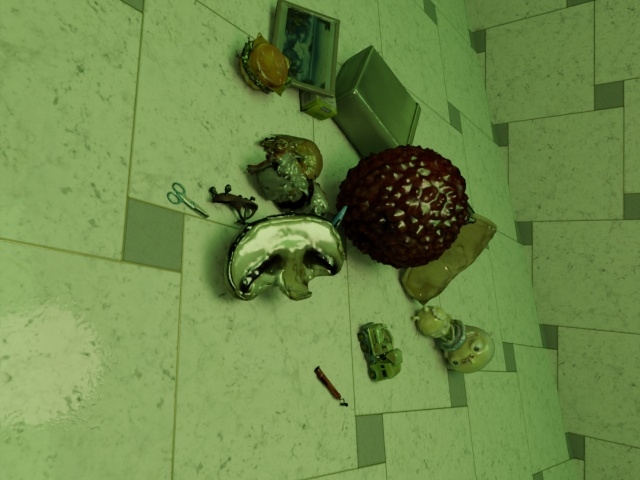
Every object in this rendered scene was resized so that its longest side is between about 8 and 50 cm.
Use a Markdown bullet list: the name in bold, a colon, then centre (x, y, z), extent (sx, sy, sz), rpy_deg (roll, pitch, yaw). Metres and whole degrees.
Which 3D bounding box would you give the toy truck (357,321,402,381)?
- **toy truck**: centre (0.205, 0.360, 1.641), extent (0.085, 0.116, 0.191), rpy_deg (-14, 88, -51)

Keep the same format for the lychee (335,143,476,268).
- **lychee**: centre (0.295, -0.109, 1.667), extent (0.501, 0.425, 0.423), rpy_deg (10, 67, -22)

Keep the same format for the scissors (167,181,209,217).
- **scissors**: centre (-0.321, -0.093, 1.233), extent (0.119, 0.014, 0.058), rpy_deg (39, 50, -32)

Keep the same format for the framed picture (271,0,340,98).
- **framed picture**: centre (-0.052, -0.638, 1.664), extent (0.232, 0.024, 0.314), rpy_deg (11, 72, -19)

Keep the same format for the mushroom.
- **mushroom**: centre (-0.103, 0.047, 1.314), extent (0.345, 0.130, 0.247), rpy_deg (-25, 104, -27)

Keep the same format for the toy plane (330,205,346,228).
- **toy plane**: centre (-0.004, -0.003, 1.461), extent (0.169, 0.078, 0.246), rpy_deg (33, 87, -39)

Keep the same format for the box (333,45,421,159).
- **box**: centre (0.210, -0.504, 1.916), extent (0.344, 0.178, 0.351), rpy_deg (46, 46, -29)

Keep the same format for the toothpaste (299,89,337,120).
- **toothpaste**: centre (-0.016, -0.583, 1.740), extent (0.110, 0.077, 0.327), rpy_deg (12, 68, -48)

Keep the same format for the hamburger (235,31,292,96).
- **hamburger**: centre (-0.170, -0.516, 1.507), extent (0.190, 0.093, 0.163), rpy_deg (41, 56, -32)

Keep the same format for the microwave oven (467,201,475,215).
- **microwave oven**: centre (0.516, -0.090, 2.141), extent (0.178, 0.188, 0.247), rpy_deg (54, 45, -15)

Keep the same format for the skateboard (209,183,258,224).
- **skateboard**: centre (-0.222, -0.090, 1.325), extent (0.151, 0.067, 0.080), rpy_deg (20, 71, -51)

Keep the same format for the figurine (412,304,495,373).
- **figurine**: centre (0.513, 0.362, 2.012), extent (0.394, 0.226, 0.274), rpy_deg (34, 21, -26)

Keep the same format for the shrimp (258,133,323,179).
- **shrimp**: centre (-0.087, -0.263, 1.555), extent (0.267, 0.061, 0.145), rpy_deg (15, 75, -50)

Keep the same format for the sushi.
- **sushi**: centre (-0.076, -0.143, 1.466), extent (0.332, 0.124, 0.129), rpy_deg (47, 37, -33)

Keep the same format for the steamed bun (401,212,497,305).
- **steamed bun**: centre (0.441, 0.025, 1.901), extent (0.247, 0.427, 0.189), rpy_deg (32, 28, -3)

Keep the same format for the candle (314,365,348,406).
- **candle**: centre (0.033, 0.437, 1.476), extent (0.167, 0.021, 0.026), rpy_deg (56, 21, -20)
